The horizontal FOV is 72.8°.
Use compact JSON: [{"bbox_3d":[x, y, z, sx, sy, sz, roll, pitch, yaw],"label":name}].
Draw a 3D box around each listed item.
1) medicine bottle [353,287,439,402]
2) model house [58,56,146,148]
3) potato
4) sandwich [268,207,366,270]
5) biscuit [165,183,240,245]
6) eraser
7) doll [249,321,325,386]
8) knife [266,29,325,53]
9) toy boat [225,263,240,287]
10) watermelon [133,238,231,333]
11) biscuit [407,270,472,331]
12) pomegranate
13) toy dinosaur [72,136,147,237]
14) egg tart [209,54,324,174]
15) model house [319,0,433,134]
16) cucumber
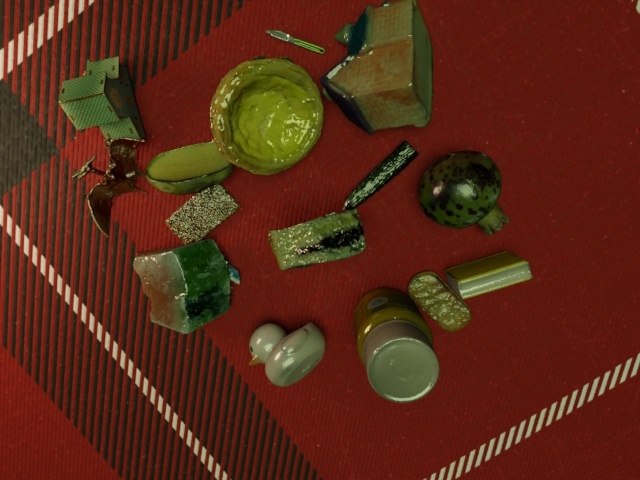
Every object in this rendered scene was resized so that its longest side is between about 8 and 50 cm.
[{"bbox_3d":[0.215,0.295,1.287,0.225,0.384,0.224,0,101,2],"label":"medicine bottle"},{"bbox_3d":[-0.645,-0.395,1.259,0.178,0.206,0.270,-8,101,2],"label":"model house"},{"bbox_3d":[-0.384,-0.204,1.329,0.272,0.160,0.111,-16,144,-10],"label":"potato"},{"bbox_3d":[-0.001,0.000,1.264,0.263,0.325,0.131,-15,89,4],"label":"sandwich"},{"bbox_3d":[-0.384,-0.084,1.407,0.231,0.025,0.131,-40,97,7],"label":"biscuit"},{"bbox_3d":[0.516,0.104,1.360,0.226,0.158,0.069,-17,102,4],"label":"eraser"},{"bbox_3d":[-0.116,0.349,1.423,0.251,0.221,0.221,-33,99,-16],"label":"doll"},{"bbox_3d":[-0.073,-0.599,1.305,0.184,0.026,0.022,18,140,-5],"label":"knife"},{"bbox_3d":[-0.339,0.129,1.451,0.149,0.034,0.105,-31,102,19],"label":"toy boat"},{"bbox_3d":[-0.449,0.147,1.370,0.303,0.151,0.263,-7,101,10],"label":"watermelon"},{"bbox_3d":[0.398,0.205,1.448,0.247,0.029,0.118,44,105,-7],"label":"biscuit"},{"bbox_3d":[0.425,-0.121,1.307,0.243,0.242,0.305,-27,129,6],"label":"pomegranate"},{"bbox_3d":[-0.613,-0.185,1.320,0.327,0.112,0.206,-35,137,8],"label":"toy dinosaur"},{"bbox_3d":[-0.161,-0.359,1.247,0.346,0.132,0.345,-18,126,-26],"label":"egg tart"},{"bbox_3d":[0.155,-0.484,1.238,0.281,0.245,0.311,-3,73,28],"label":"model house"},{"bbox_3d":[0.179,-0.193,1.357,0.293,0.067,0.067,-42,97,9],"label":"cucumber"}]
